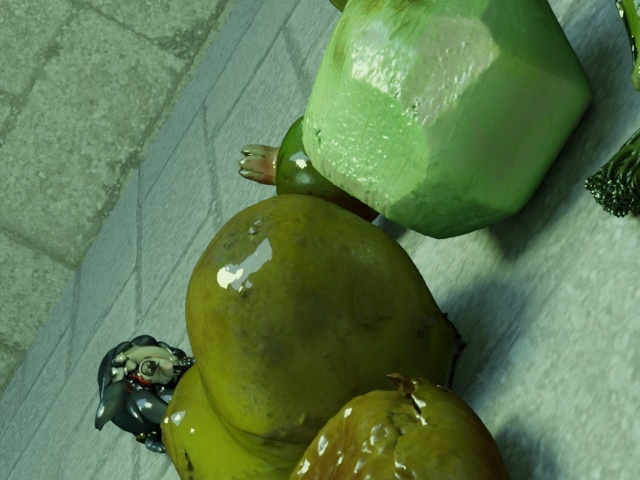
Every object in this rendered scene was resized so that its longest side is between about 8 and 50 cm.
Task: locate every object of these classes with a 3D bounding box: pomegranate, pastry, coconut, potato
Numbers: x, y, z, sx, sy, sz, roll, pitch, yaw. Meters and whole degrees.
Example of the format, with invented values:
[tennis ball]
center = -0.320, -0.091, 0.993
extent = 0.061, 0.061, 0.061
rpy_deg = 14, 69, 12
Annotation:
[pomegranate]
center = -0.007, -0.097, 1.780
extent = 0.180, 0.210, 0.180
rpy_deg = 10, -90, -85
[pastry]
center = 0.048, 0.301, 1.249
extent = 0.356, 0.164, 0.356
rpy_deg = -51, 24, 33
[coconut]
center = 0.142, -0.175, 1.480
extent = 0.328, 0.281, 0.328
rpy_deg = -33, 46, 43
[potato]
center = -0.065, 0.102, 1.480
extent = 0.397, 0.296, 0.290
rpy_deg = -18, 44, 32

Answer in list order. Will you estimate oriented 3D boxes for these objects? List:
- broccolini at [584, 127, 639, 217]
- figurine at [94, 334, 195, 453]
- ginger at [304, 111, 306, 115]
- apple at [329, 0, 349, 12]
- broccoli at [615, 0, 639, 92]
[broccolini]
center = 0.334, -0.113, 1.253
extent = 0.216, 0.067, 0.058
rpy_deg = -51, 23, 6
[figurine]
center = -0.282, 0.246, 2.213
extent = 0.197, 0.175, 0.265
rpy_deg = -64, 10, 8
[ginger]
center = 0.021, -0.210, 2.194
extent = 0.103, 0.073, 0.162
rpy_deg = -41, 21, 51
[apple]
center = 0.113, -0.447, 1.941
extent = 0.292, 0.292, 0.254
rpy_deg = -171, 80, -71
[broccoli]
center = 0.308, -0.295, 1.333
extent = 0.177, 0.198, 0.274
rpy_deg = -29, 37, 59
